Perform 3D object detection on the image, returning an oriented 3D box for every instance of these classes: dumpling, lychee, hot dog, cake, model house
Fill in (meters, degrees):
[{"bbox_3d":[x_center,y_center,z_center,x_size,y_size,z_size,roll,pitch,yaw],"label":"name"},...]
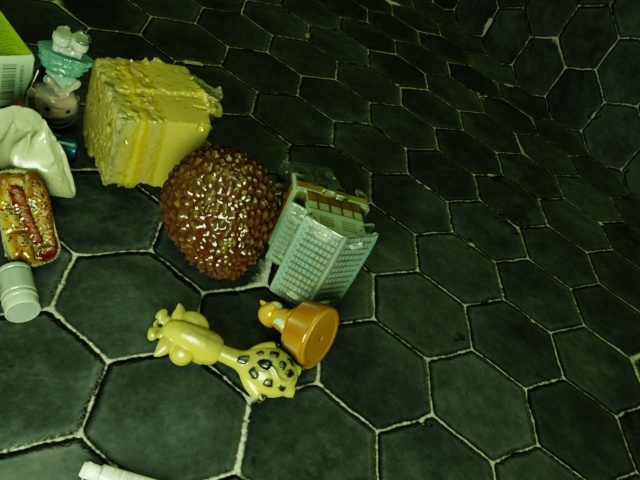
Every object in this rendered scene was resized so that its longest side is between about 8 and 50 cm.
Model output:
[{"bbox_3d":[-0.570,-0.174,1.269,0.126,0.166,0.216,-15,48,-41],"label":"dumpling"},{"bbox_3d":[-0.203,-0.047,1.306,0.271,0.271,0.271,17,39,-15],"label":"lychee"},{"bbox_3d":[-0.539,-0.041,1.178,0.108,0.059,0.191,-9,79,-45],"label":"hot dog"},{"bbox_3d":[-0.363,-0.257,1.449,0.286,0.227,0.222,-6,53,-34],"label":"cake"},{"bbox_3d":[0.000,0.000,1.384,0.198,0.224,0.215,14,39,-20],"label":"model house"}]

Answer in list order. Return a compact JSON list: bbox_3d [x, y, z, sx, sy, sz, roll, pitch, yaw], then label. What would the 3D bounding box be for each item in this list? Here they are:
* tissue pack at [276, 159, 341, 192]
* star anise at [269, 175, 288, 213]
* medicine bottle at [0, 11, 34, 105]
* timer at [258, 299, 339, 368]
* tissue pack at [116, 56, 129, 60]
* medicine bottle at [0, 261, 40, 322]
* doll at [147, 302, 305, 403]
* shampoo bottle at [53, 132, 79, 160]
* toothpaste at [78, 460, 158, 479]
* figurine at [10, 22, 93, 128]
[{"bbox_3d":[-0.027,-0.150,1.679,0.156,0.051,0.112,4,45,-30],"label":"tissue pack"},{"bbox_3d":[-0.137,-0.108,1.552,0.182,0.065,0.195,17,35,-17],"label":"star anise"},{"bbox_3d":[-0.767,-0.426,1.458,0.141,0.137,0.250,-17,56,-43],"label":"medicine bottle"},{"bbox_3d":[-0.060,0.162,1.266,0.152,0.132,0.132,23,33,27],"label":"timer"},{"bbox_3d":[-0.500,-0.431,1.687,0.094,0.074,0.058,14,47,-20],"label":"tissue pack"},{"bbox_3d":[-0.515,0.087,1.094,0.058,0.058,0.091,-4,48,-35],"label":"medicine bottle"},{"bbox_3d":[-0.168,0.207,1.154,0.291,0.086,0.117,23,56,-10],"label":"doll"},{"bbox_3d":[-0.613,-0.215,1.367,0.183,0.050,0.087,13,-1,-19],"label":"shampoo bottle"},{"bbox_3d":[-0.264,0.370,0.957,0.190,0.031,0.048,24,35,-12],"label":"toothpaste"},{"bbox_3d":[-0.585,-0.355,1.409,0.138,0.245,0.110,13,38,-30],"label":"figurine"}]
